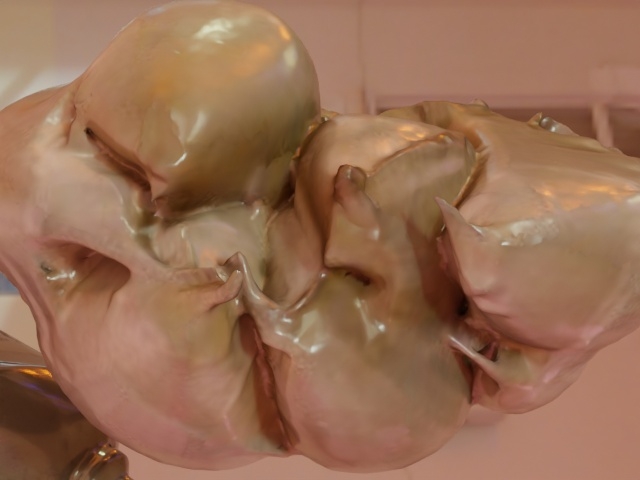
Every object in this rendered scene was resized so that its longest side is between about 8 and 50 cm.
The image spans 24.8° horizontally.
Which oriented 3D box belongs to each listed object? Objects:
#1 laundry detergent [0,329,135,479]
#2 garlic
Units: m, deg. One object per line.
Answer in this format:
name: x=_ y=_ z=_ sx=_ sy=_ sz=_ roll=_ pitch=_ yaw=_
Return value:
laundry detergent: x=-0.193 y=0.075 z=0.718 sx=0.091 sy=0.253 sz=0.181 roll=-65 pitch=164 yaw=1
garlic: x=-0.010 y=0.013 z=0.578 sx=0.203 sy=0.281 sz=0.184 roll=-65 pitch=176 yaw=-78
